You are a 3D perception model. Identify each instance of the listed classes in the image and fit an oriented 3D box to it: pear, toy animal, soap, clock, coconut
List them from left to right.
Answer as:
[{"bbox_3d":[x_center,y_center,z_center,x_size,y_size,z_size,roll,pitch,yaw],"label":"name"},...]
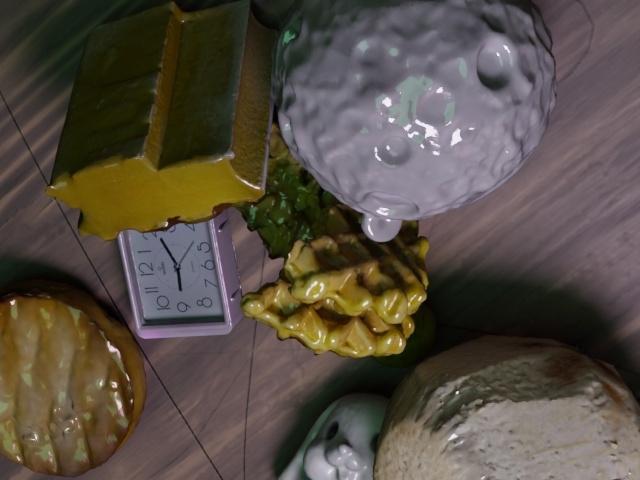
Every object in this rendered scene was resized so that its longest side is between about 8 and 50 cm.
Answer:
[{"bbox_3d":[-0.187,-0.156,1.661,0.259,0.281,0.143,-11,138,17],"label":"soap"},{"bbox_3d":[-0.195,0.034,1.853,0.150,0.063,0.197,-4,108,15],"label":"clock"},{"bbox_3d":[0.066,0.363,1.857,0.249,0.174,0.289,37,115,11],"label":"toy animal"},{"bbox_3d":[0.102,0.117,1.787,0.107,0.107,0.131,0,148,13],"label":"pear"},{"bbox_3d":[0.273,0.298,1.686,0.415,0.415,0.344,49,140,-7],"label":"coconut"}]

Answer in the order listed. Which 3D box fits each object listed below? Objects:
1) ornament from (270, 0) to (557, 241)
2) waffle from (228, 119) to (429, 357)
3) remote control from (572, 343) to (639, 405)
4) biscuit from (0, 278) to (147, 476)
[{"bbox_3d":[0.101,-0.195,1.553,0.337,0.337,0.337,4,110,11],"label":"ornament"},{"bbox_3d":[0.000,0.000,1.668,0.261,0.324,0.151,17,129,-34],"label":"waffle"},{"bbox_3d":[0.393,0.199,1.789,0.152,0.043,0.027,42,121,-5],"label":"remote control"},{"bbox_3d":[-0.391,0.196,1.937,0.296,0.102,0.296,5,108,15],"label":"biscuit"}]
